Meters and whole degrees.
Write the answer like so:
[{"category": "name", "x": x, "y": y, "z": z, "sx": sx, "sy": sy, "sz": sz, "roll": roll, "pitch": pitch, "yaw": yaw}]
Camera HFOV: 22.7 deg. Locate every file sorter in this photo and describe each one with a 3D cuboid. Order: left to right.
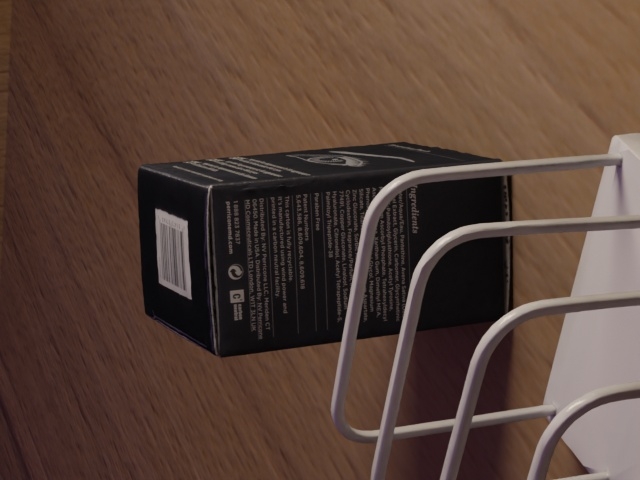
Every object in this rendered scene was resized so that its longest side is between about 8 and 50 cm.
[{"category": "file sorter", "x": 0.136, "y": 0.100, "z": 0.787, "sx": 0.278, "sy": 0.173, "sz": 0.193, "roll": -124, "pitch": 37, "yaw": -50}]

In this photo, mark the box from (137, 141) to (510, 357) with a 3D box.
[{"category": "box", "x": 0.000, "y": 0.000, "z": 1.047, "sx": 0.153, "sy": 0.207, "sz": 0.108, "roll": -161, "pitch": 67, "yaw": -67}]
